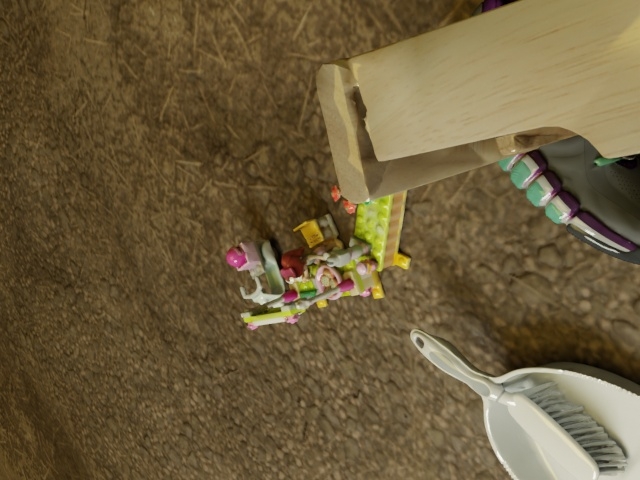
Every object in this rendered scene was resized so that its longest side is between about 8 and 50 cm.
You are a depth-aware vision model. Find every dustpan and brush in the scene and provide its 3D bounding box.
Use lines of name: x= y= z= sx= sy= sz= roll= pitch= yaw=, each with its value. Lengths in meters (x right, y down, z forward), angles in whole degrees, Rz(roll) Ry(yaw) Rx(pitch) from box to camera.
dustpan and brush: x=0.162 y=0.131 z=0.661 sx=0.211 sy=0.060 sz=0.147 roll=42 pitch=131 yaw=28

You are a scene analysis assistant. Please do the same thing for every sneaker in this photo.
sneaker: x=0.166 y=-0.083 z=0.563 sx=0.223 sy=0.083 sz=0.098 roll=47 pitch=127 yaw=23

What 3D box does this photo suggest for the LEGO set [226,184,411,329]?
LEGO set: x=0.000 y=0.000 z=0.747 sx=0.132 sy=0.107 sz=0.287 roll=58 pitch=137 yaw=14

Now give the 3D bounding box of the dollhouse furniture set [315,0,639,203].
dollhouse furniture set: x=0.185 y=0.077 z=0.383 sx=0.257 sy=0.362 sz=0.393 roll=-8 pitch=98 yaw=44
